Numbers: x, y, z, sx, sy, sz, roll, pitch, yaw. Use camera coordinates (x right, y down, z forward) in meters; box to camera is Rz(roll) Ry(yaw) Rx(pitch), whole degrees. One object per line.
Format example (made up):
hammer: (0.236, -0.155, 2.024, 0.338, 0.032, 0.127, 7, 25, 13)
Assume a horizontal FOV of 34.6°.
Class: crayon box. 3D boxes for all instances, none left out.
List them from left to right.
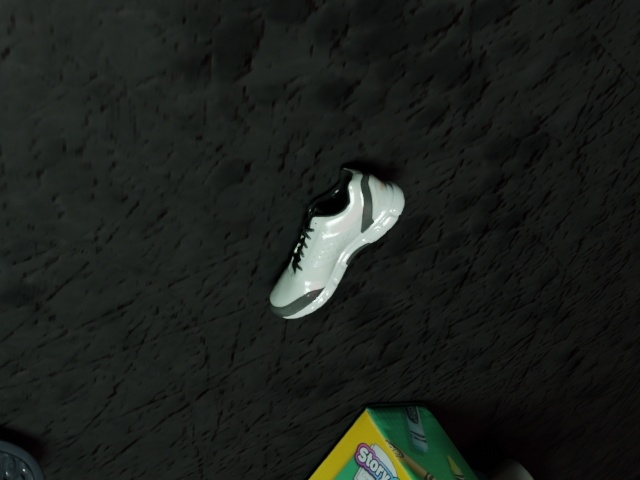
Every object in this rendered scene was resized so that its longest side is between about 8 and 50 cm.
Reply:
crayon box: (0.086, 0.286, 0.809, 0.081, 0.278, 0.165, 7, 127, -45)

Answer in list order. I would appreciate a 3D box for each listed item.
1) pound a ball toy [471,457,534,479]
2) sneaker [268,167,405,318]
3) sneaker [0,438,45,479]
pound a ball toy: (0.089, 0.352, 1.057, 0.319, 0.136, 0.208, -34, 172, -3)
sneaker: (0.000, 0.000, 0.611, 0.044, 0.040, 0.109, 28, 109, -36)
sneaker: (-0.252, 0.152, 0.554, 0.082, 0.069, 0.209, -20, 171, 40)
